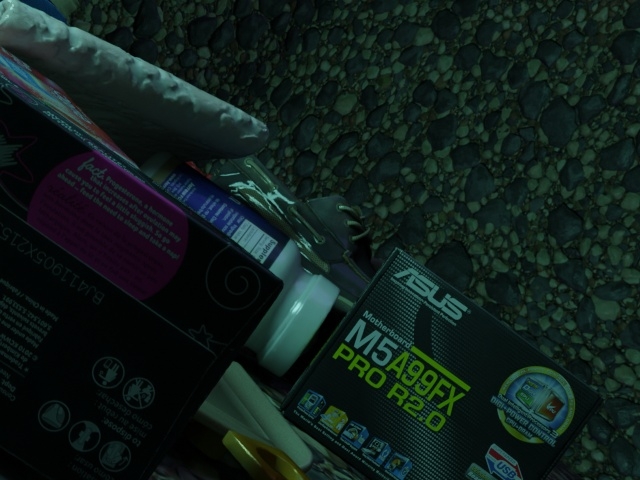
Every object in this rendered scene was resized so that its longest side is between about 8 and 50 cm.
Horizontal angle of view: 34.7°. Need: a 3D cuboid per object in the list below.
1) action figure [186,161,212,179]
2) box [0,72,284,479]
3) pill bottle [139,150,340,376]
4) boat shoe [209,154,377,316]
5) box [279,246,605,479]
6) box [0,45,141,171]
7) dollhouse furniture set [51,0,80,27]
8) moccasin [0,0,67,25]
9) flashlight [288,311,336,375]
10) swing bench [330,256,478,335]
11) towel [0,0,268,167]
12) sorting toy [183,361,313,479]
[{"bbox_3d":[-0.332,-0.104,1.859,0.280,0.139,0.091,12,13,-18],"label":"action figure"},{"bbox_3d":[-0.170,0.012,0.584,0.247,0.163,0.142,36,-1,-8],"label":"box"},{"bbox_3d":[-0.118,0.030,1.168,0.265,0.153,0.153,36,2,-3],"label":"pill bottle"},{"bbox_3d":[0.000,0.000,1.300,0.355,0.130,0.132,33,0,10],"label":"boat shoe"},{"bbox_3d":[0.126,0.170,1.090,0.270,0.216,0.060,37,3,1],"label":"box"},{"bbox_3d":[-0.284,-0.073,0.844,0.142,0.154,0.300,34,4,-36],"label":"box"},{"bbox_3d":[-0.538,-0.304,1.995,0.362,0.256,0.394,38,-18,42],"label":"dollhouse furniture set"},{"bbox_3d":[-0.506,-0.373,1.418,0.117,0.137,0.342,28,-17,47],"label":"moccasin"},{"bbox_3d":[-0.111,0.066,1.381,0.304,0.103,0.103,32,3,41],"label":"flashlight"},{"bbox_3d":[0.056,0.105,1.479,0.253,0.165,0.255,19,-4,27],"label":"swing bench"},{"bbox_3d":[-0.279,-0.150,1.154,0.317,0.053,0.332,-7,-21,45],"label":"towel"},{"bbox_3d":[-0.117,0.111,0.796,0.196,0.047,0.348,34,2,-34],"label":"sorting toy"}]
